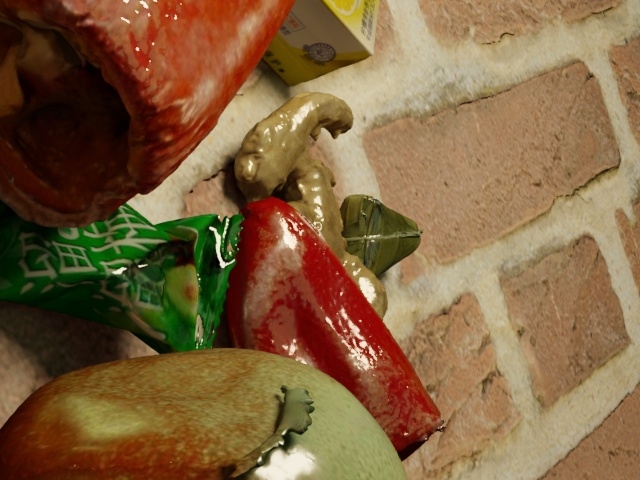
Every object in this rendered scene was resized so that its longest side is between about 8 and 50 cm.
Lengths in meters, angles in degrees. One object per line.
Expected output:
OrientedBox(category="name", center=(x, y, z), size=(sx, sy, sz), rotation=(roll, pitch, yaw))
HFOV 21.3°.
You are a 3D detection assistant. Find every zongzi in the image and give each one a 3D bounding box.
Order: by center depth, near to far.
OrientedBox(category="zongzi", center=(0.052, 0.023, 1.563), size=(0.104, 0.052, 0.113), rotation=(24, 66, -49))

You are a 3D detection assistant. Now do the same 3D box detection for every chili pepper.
OrientedBox(category="chili pepper", center=(-0.148, -0.193, 1.149), size=(0.251, 0.229, 0.305), rotation=(43, 49, -22))
OrientedBox(category="chili pepper", center=(-0.015, 0.090, 1.379), size=(0.252, 0.144, 0.136), rotation=(60, 7, -7))

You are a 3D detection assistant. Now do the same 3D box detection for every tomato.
OrientedBox(category="tomato", center=(-0.072, 0.206, 1.088), size=(0.303, 0.239, 0.303), rotation=(30, 55, -53))

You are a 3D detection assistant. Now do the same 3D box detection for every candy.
OrientedBox(category="candy", center=(-0.156, 0.012, 1.204), size=(0.203, 0.078, 0.141), rotation=(27, 40, -26))

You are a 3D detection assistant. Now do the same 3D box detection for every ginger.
OrientedBox(category="ginger", center=(-0.011, -0.002, 1.464), size=(0.149, 0.065, 0.258), rotation=(-2, 84, -45))

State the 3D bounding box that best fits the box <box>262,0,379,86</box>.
OrientedBox(category="box", center=(-0.020, -0.297, 1.546), size=(0.168, 0.097, 0.265), rotation=(44, 42, -40))
